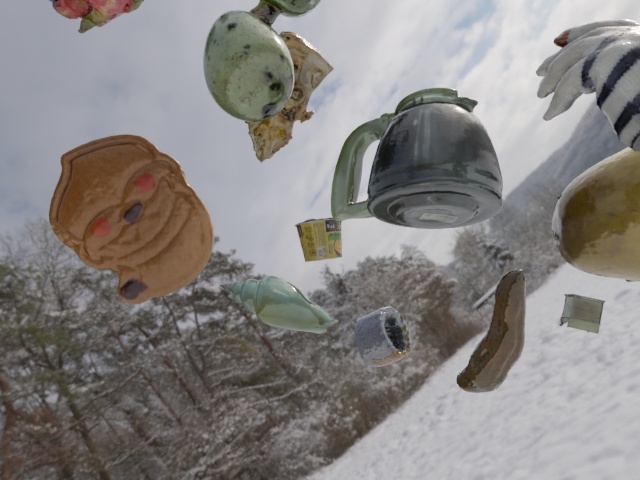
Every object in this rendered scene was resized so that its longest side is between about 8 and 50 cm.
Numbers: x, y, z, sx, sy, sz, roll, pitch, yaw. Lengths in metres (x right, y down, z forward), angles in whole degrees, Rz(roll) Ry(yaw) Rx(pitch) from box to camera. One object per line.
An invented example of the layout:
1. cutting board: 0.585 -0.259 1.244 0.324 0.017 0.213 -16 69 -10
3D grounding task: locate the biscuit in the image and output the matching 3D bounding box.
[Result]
1. biscuit: -0.480 -0.068 1.224 0.350 0.455 0.078 -47 3 -12

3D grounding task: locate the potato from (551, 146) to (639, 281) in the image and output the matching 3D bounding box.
1. potato: 0.532 -0.040 0.714 0.295 0.290 0.397 -10 -3 14

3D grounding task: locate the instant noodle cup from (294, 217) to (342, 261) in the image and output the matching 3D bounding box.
1. instant noodle cup: 0.000 0.000 1.437 0.151 0.122 0.151 -5 -5 0

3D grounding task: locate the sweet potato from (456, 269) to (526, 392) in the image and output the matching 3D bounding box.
1. sweet potato: 0.215 0.119 0.568 0.054 0.053 0.182 -44 -30 -64

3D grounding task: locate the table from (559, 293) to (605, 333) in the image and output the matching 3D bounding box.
1. table: 0.646 0.181 1.175 0.062 0.079 0.083 38 -116 -79

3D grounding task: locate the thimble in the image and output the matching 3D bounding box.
1. thimble: 0.176 0.277 1.356 0.127 0.151 0.118 3 -28 -46

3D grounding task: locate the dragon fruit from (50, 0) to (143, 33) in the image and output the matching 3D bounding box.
1. dragon fruit: -0.578 -0.674 1.192 0.231 0.302 0.237 -52 -40 -38

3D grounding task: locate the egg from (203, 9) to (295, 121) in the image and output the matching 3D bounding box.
1. egg: -0.146 -0.346 0.936 0.177 0.228 0.177 -21 -10 -4

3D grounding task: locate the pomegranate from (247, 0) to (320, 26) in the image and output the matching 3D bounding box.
1. pomegranate: -0.094 -0.622 1.154 0.263 0.211 0.211 -59 -20 12

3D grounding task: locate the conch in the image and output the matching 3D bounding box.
1. conch: -0.064 0.095 0.664 0.065 0.180 0.088 -54 -23 -44

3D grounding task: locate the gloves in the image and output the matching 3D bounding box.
1. gloves: 0.340 -0.194 0.548 0.140 0.219 0.131 -17 -31 3

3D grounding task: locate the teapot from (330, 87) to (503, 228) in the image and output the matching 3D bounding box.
1. teapot: 0.192 -0.146 0.921 0.239 0.240 0.321 11 -18 -23

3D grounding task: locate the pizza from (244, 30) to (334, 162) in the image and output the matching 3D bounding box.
1. pizza: -0.089 -0.326 1.087 0.189 0.071 0.297 34 -93 -43
